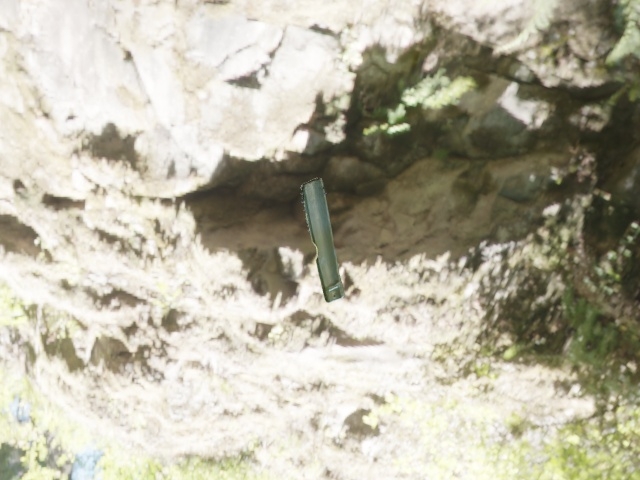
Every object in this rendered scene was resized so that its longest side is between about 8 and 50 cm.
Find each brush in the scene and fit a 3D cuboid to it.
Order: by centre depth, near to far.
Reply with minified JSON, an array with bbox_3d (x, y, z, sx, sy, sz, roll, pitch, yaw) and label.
[{"bbox_3d":[0.000,0.000,1.117,0.033,0.179,0.030,-19,-163,-25],"label":"brush"}]
